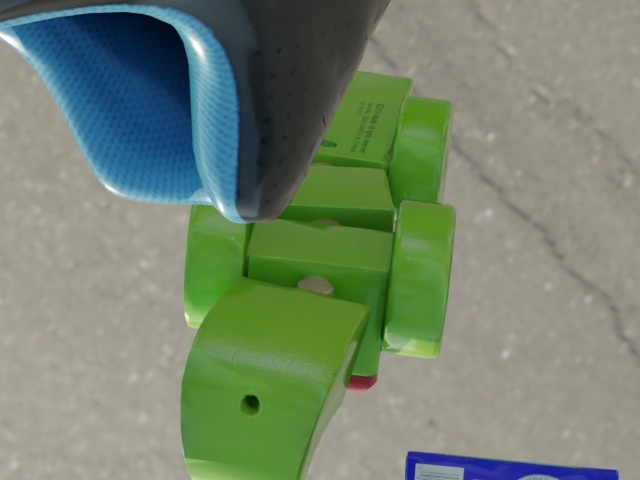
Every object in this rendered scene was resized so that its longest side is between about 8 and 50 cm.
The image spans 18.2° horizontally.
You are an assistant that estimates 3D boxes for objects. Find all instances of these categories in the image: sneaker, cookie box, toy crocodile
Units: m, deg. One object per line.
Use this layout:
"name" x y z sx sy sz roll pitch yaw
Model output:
"sneaker" -0.099 -0.102 0.333 0.341 0.139 0.125 20 175 -40
"cookie box" 0.081 0.124 0.875 0.092 0.040 0.107 5 163 4
"toy crocodile" 0.000 0.000 0.913 0.115 0.340 0.105 6 115 1
